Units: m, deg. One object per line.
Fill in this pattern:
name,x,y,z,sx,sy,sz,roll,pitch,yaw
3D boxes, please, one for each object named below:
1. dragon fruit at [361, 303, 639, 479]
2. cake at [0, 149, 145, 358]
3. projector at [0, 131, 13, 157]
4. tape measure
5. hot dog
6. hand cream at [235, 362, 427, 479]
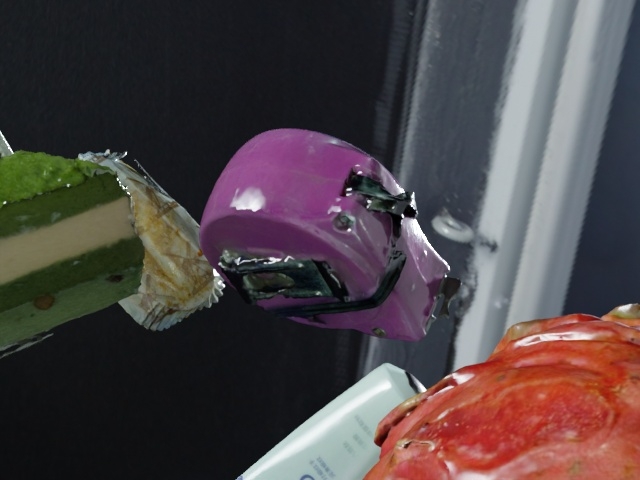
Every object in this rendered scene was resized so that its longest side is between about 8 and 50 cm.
dragon fruit,0.117,0.148,0.425,0.241,0.252,0.241,4,-68,10
cake,-0.282,-0.013,0.678,0.283,0.172,0.158,-19,-35,-15
projector,-0.389,-0.077,0.965,0.079,0.259,0.257,-51,-32,-26
tape measure,0.000,0.000,1.015,0.231,0.245,0.149,53,-130,-43
hot dog,-0.244,0.000,1.251,0.270,0.082,0.162,45,-124,-1
hand cream,-0.022,0.240,0.914,0.320,0.067,0.109,-45,-104,11
